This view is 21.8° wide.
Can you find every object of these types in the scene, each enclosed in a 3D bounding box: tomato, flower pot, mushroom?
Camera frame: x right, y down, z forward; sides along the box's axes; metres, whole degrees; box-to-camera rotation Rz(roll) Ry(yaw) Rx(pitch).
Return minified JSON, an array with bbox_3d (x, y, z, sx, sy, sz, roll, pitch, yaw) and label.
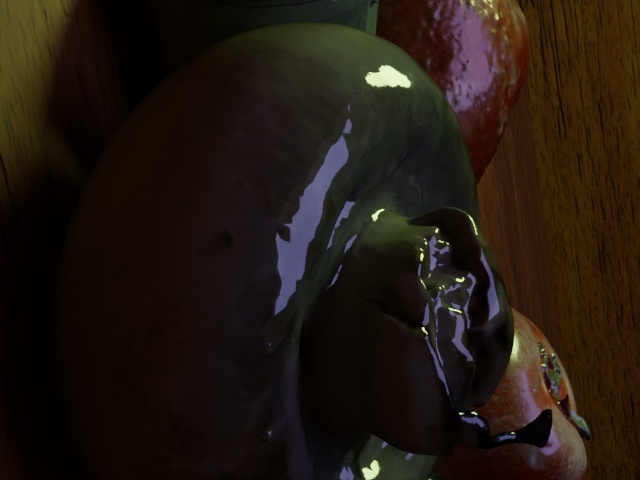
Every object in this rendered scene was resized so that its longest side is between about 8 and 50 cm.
[{"bbox_3d":[0.172,0.202,1.858,0.270,0.227,0.270,60,14,-24],"label":"tomato"},{"bbox_3d":[-0.044,-0.145,1.235,0.212,0.212,0.202,-76,169,-53],"label":"flower pot"},{"bbox_3d":[0.007,0.046,1.045,0.362,0.294,0.362,-28,123,-54],"label":"mushroom"}]

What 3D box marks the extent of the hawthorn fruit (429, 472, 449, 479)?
[{"bbox_3d":[0.072,0.325,1.426,0.215,0.215,0.250,69,-1,-47],"label":"hawthorn fruit"}]

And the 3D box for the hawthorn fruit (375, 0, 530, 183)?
[{"bbox_3d":[0.046,-0.161,1.442,0.284,0.284,0.284,-5,90,-76],"label":"hawthorn fruit"}]
